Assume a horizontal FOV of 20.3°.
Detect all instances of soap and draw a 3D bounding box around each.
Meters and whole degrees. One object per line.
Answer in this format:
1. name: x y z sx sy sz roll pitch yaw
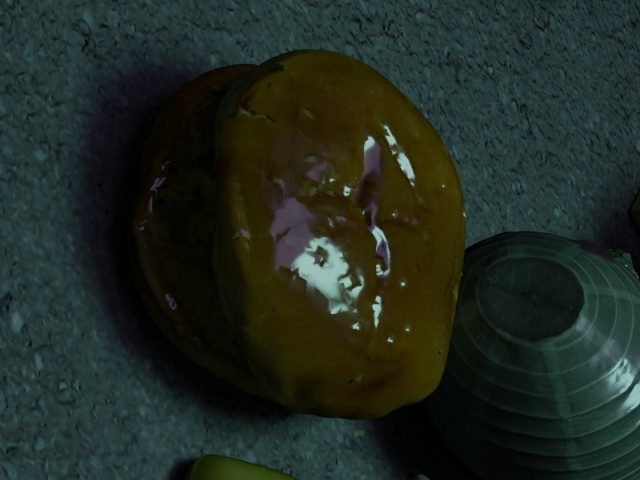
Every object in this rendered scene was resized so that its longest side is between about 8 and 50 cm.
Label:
1. soap: -0.050 0.212 1.363 0.140 0.045 0.089 23 48 -46

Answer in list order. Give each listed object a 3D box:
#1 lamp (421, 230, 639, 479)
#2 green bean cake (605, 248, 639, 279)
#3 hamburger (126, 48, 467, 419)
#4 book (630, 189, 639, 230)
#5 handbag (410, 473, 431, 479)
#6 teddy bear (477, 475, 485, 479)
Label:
1. lamp: 0.195 0.111 1.579 0.233 0.265 0.233 -35 144 -31
2. green bean cake: 0.257 0.092 1.779 0.181 0.094 0.173 9 68 -50
3. hamburger: 0.000 0.000 1.424 0.314 0.170 0.290 26 62 -46
4. book: 0.442 -0.035 2.137 0.161 0.026 0.231 57 38 -19
5. handbag: 0.126 0.332 1.378 0.190 0.193 0.251 90 15 -48
6. teddy bear: 0.217 0.237 1.681 0.160 0.078 0.119 -3 34 -38
